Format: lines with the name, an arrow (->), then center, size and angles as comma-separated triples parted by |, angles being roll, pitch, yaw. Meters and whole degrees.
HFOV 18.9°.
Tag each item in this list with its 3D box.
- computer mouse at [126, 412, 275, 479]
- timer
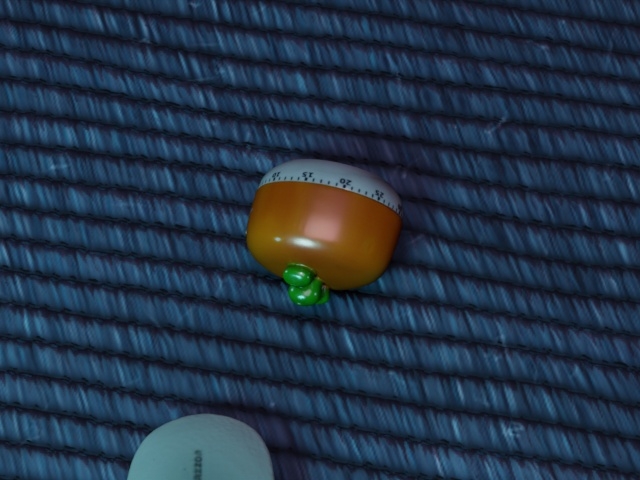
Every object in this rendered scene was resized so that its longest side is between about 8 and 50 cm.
computer mouse -> -0.096, 0.249, 1.535 | 0.128, 0.079, 0.231 | -5, 67, 2
timer -> 0.000, 0.000, 1.643 | 0.136, 0.099, 0.136 | -4, 70, 12
